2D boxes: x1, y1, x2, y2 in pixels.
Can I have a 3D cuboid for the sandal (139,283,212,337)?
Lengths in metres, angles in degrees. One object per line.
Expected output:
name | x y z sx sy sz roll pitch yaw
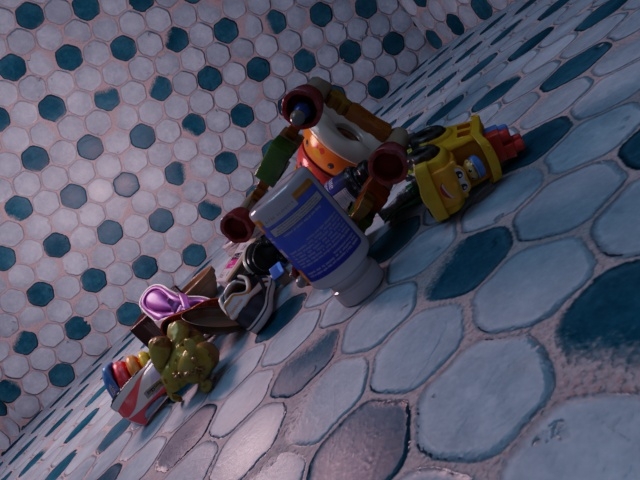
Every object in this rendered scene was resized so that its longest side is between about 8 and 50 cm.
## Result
sandal | -0.514 0.244 1.719 0.415 0.102 0.170 9 66 36

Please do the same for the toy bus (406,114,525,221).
toy bus | 0.296 -0.158 0.984 0.211 0.150 0.220 -17 25 26

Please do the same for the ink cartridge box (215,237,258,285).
ink cartridge box | -0.290 0.096 1.858 0.193 0.088 0.234 -58 17 -16

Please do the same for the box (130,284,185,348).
box | -0.599 0.316 1.941 0.203 0.167 0.168 -42 13 1

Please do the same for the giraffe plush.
giraffe plush | -0.331 0.303 1.243 0.170 0.181 0.210 -21 32 40

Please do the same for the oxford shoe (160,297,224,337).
oxford shoe | -0.368 0.232 1.571 0.271 0.097 0.098 -14 6 1

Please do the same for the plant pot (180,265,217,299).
plant pot | -0.530 0.228 2.159 0.237 0.110 0.237 -39 14 12

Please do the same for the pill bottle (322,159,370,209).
pill bottle | 0.085 -0.163 1.605 0.219 0.123 0.123 -35 15 29

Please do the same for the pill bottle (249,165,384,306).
pill bottle | 0.000 0.000 0.982 0.152 0.272 0.152 -38 13 11

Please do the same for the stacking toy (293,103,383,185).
stacking toy | 0.009 -0.247 1.907 0.480 0.350 0.351 -56 3 34

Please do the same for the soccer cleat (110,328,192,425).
soccer cleat | -0.450 0.375 1.418 0.318 0.116 0.109 -53 0 -37

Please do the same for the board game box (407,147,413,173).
board game box | 0.262 -0.238 1.508 0.092 0.043 0.181 -47 14 -24

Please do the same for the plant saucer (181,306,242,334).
plant saucer | -0.301 0.233 1.424 0.198 0.198 0.036 -136 50 -77

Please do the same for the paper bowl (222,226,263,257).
paper bowl | -0.275 -0.017 2.126 0.284 0.148 0.284 -39 14 11

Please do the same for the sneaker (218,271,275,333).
sneaker | -0.207 0.149 1.406 0.126 0.127 0.321 -54 11 3

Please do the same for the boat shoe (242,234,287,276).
boat shoe | -0.154 0.025 1.681 0.113 0.127 0.340 -39 0 22

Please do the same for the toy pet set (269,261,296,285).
toy pet set | -0.090 0.073 1.472 0.114 0.065 0.122 -38 13 14

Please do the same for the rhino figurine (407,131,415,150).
rhino figurine | 0.255 -0.307 1.693 0.243 0.073 0.106 -47 17 -29

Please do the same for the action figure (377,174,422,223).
action figure | 0.237 -0.131 1.206 0.232 0.063 0.137 -37 12 9

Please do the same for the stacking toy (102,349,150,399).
stacking toy | -0.503 0.388 1.537 0.301 0.175 0.165 -31 4 -17

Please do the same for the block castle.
block castle | -0.020 -0.111 1.144 0.453 0.302 0.213 -54 7 38
